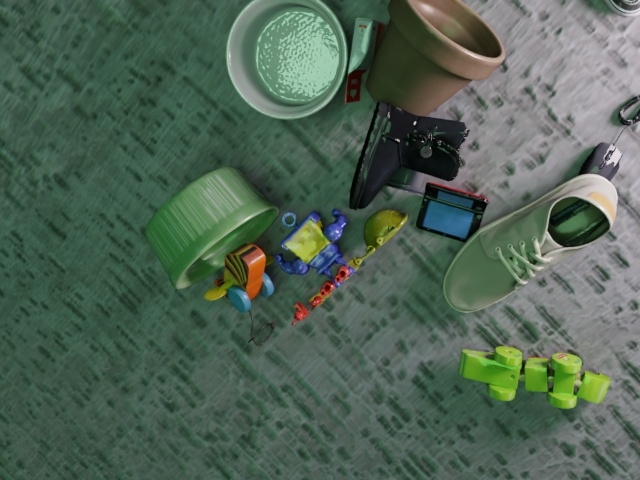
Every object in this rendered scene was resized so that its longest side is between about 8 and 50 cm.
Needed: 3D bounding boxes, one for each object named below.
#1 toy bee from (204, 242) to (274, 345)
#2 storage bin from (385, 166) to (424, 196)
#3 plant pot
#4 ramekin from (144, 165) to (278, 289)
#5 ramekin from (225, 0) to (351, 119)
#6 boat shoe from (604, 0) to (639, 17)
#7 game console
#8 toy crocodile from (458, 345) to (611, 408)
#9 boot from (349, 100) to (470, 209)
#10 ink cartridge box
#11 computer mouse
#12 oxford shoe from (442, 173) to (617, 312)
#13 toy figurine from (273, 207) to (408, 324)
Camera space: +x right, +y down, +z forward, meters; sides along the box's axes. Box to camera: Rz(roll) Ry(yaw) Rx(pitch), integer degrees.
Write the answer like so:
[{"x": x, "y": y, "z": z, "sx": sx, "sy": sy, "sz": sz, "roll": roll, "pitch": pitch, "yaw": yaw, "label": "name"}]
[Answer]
[{"x": -0.208, "y": 0.114, "z": 1.813, "sx": 0.162, "sy": 0.195, "sz": 0.298, "roll": 34, "pitch": 122, "yaw": 30, "label": "toy bee"}, {"x": 0.172, "y": -0.163, "z": 1.670, "sx": 0.135, "sy": 0.098, "sz": 0.091, "roll": 21, "pitch": 98, "yaw": 45, "label": "storage bin"}, {"x": 0.217, "y": -0.382, "z": 1.567, "sx": 0.263, "sy": 0.263, "sz": 0.229, "roll": 41, "pitch": 128, "yaw": 2, "label": "plant pot"}, {"x": -0.260, "y": -0.036, "z": 1.724, "sx": 0.303, "sy": 0.303, "sz": 0.148, "roll": -41, "pitch": 83, "yaw": 19, "label": "ramekin"}, {"x": -0.062, "y": -0.416, "z": 1.666, "sx": 0.277, "sy": 0.135, "sz": 0.277, "roll": 3, "pitch": 104, "yaw": 13, "label": "ramekin"}, {"x": 0.605, "y": -0.602, "z": 1.470, "sx": 0.113, "sy": 0.105, "sz": 0.306, "roll": -4, "pitch": 101, "yaw": 15, "label": "boat shoe"}, {"x": 0.297, "y": -0.062, "z": 1.685, "sx": 0.144, "sy": 0.124, "sz": 0.085, "roll": 17, "pitch": 80, "yaw": 10, "label": "game console"}, {"x": 0.494, "y": 0.310, "z": 1.718, "sx": 0.341, "sy": 0.105, "sz": 0.115, "roll": 5, "pitch": 104, "yaw": 18, "label": "toy crocodile"}, {"x": 0.185, "y": -0.155, "z": 1.561, "sx": 0.207, "sy": 0.094, "sz": 0.246, "roll": 16, "pitch": 107, "yaw": -5, "label": "boot"}, {"x": 0.099, "y": -0.392, "z": 1.624, "sx": 0.045, "sy": 0.145, "sz": 0.179, "roll": 9, "pitch": 105, "yaw": 14, "label": "ink cartridge box"}, {"x": 0.638, "y": -0.210, "z": 1.586, "sx": 0.071, "sy": 0.041, "sz": 0.242, "roll": 31, "pitch": 107, "yaw": 6, "label": "computer mouse"}, {"x": 0.449, "y": 0.020, "z": 1.628, "sx": 0.449, "sy": 0.130, "sz": 0.169, "roll": -38, "pitch": 104, "yaw": 25, "label": "oxford shoe"}, {"x": 0.000, "y": 0.000, "z": 1.725, "sx": 0.217, "sy": 0.191, "sz": 0.362, "roll": 47, "pitch": 108, "yaw": 5, "label": "toy figurine"}]
